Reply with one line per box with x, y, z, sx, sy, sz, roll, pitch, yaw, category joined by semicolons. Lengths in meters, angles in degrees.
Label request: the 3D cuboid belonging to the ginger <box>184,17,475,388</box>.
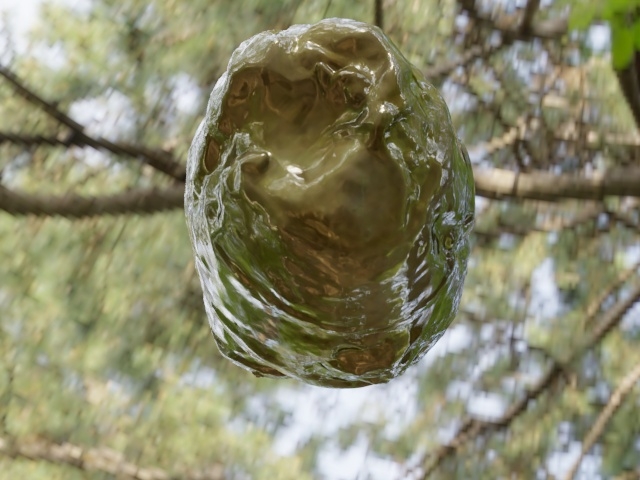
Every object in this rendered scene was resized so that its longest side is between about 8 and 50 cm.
0.000;0.000;0.766;0.116;0.263;0.109;29;-103;0;ginger
